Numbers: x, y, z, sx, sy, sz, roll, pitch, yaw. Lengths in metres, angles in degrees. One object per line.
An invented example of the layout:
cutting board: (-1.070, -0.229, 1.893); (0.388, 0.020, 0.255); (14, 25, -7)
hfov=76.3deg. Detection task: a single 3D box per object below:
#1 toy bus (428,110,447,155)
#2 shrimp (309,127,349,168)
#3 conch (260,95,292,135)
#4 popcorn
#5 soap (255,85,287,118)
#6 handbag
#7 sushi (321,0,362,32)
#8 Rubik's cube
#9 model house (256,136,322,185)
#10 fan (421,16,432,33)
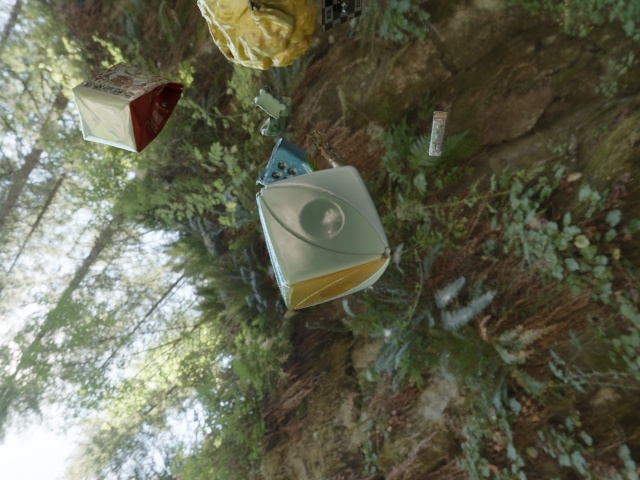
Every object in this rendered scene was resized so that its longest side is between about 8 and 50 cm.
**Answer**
toy bus: (0.434, -0.392, 1.508); (0.172, 0.057, 0.072); (82, -159, -49)
shrimp: (0.037, -0.376, 1.758); (0.317, 0.077, 0.168); (50, -170, 20)
conch: (-0.199, -0.578, 1.877); (0.121, 0.188, 0.176); (20, -150, 5)
popcorn: (-0.160, -0.676, 1.145); (0.349, 0.349, 0.382); (39, -133, -20)
soap: (-0.192, -0.545, 1.597); (0.114, 0.063, 0.198); (35, -161, -15)
handbag: (-0.501, -0.377, 1.112); (0.170, 0.151, 0.298); (14, -140, 4)
sushi: (0.124, -1.098, 1.700); (0.064, 0.360, 0.343); (24, -133, 24)
Rubik's cube: (0.000, 0.000, 1.335); (0.352, 0.346, 0.352); (91, 162, -66)
model house: (-0.111, -0.316, 1.889); (0.303, 0.216, 0.237); (24, -158, -11)
fan: (0.476, -0.959, 1.826); (0.085, 0.005, 0.133); (48, -142, -19)
